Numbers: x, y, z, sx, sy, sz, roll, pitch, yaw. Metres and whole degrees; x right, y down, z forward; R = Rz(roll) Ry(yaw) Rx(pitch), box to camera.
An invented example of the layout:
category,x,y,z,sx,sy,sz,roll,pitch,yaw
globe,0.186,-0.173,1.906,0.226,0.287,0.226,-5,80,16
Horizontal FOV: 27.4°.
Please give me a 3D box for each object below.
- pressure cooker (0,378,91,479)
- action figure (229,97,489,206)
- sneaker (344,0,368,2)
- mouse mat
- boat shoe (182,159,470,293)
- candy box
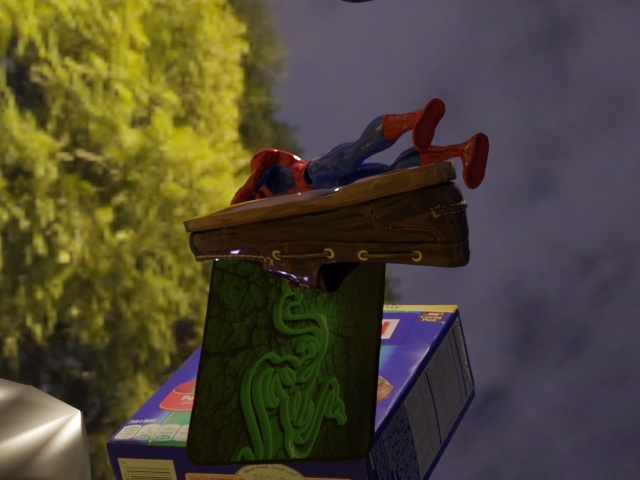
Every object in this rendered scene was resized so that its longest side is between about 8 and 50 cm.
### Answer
category,x,y,z,sx,sy,sz,roll,pitch,yaw
pressure cooker,-0.279,0.047,0.295,0.369,0.375,0.420,22,-43,34
action figure,0.003,-0.026,1.109,0.280,0.091,0.139,-9,-128,53
sneaker,0.117,-0.306,1.304,0.232,0.081,0.091,-10,-106,3
mouse mat,-0.025,0.081,1.008,0.152,0.007,0.190,-6,-119,21
boat shoe,0.000,0.000,0.856,0.207,0.073,0.073,-9,-83,34
candy box,-0.016,0.176,1.324,0.268,0.317,0.122,-2,-71,23
